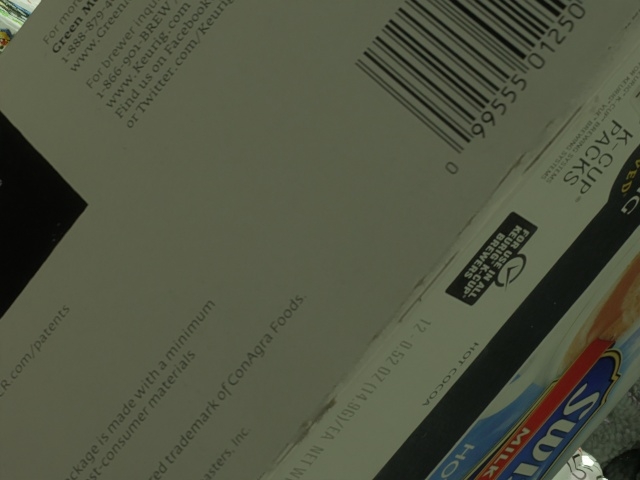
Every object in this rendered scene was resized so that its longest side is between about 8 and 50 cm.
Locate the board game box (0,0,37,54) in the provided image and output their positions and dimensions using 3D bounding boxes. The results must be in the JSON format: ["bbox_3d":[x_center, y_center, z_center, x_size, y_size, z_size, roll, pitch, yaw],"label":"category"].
[{"bbox_3d":[-0.330,-0.217,1.587,0.305,0.053,0.193,32,9,-37],"label":"board game box"}]

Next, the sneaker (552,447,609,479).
[{"bbox_3d":[0.138,0.167,1.142,0.145,0.090,0.270,46,-7,-2],"label":"sneaker"}]

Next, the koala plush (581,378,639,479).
[{"bbox_3d":[0.228,0.175,1.444,0.196,0.203,0.221,39,-4,1],"label":"koala plush"}]

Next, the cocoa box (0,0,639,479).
[{"bbox_3d":[0.000,0.000,0.764,0.231,0.347,0.228,44,10,31],"label":"cocoa box"}]
